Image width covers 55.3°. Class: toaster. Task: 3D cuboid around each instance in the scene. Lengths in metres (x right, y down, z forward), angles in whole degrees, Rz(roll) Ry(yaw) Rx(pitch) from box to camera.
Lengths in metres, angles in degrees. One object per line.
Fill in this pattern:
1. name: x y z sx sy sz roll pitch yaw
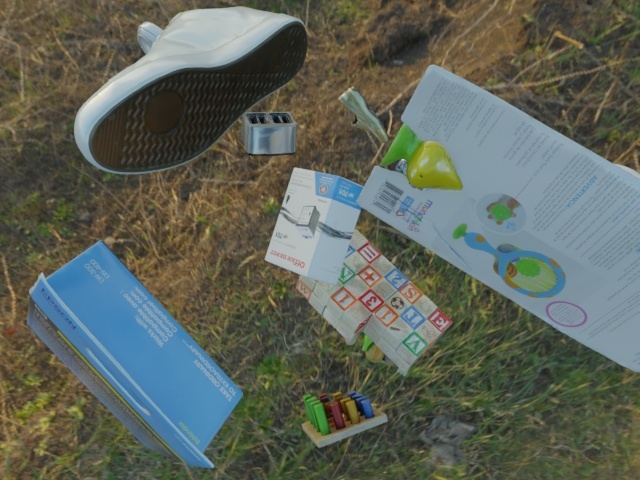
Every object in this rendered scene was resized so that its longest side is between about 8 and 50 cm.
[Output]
1. toaster: -0.170 -0.346 1.992 0.168 0.110 0.186 -4 33 -13

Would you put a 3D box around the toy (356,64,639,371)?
1. toy: 0.153 -0.017 0.403 0.237 0.137 0.056 28 53 1

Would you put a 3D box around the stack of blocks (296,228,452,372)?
1. stack of blocks: 0.112 0.138 1.318 0.297 0.087 0.171 44 58 15

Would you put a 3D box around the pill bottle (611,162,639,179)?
1. pill bottle: 0.451 -0.027 0.992 0.103 0.184 0.103 4 34 -2

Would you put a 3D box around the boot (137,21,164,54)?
1. boot: -0.324 -0.328 1.279 0.123 0.095 0.258 -42 93 -21

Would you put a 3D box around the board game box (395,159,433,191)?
1. board game box: 0.277 -0.102 1.195 0.194 0.060 0.194 -8 51 -36

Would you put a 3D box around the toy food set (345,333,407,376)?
1. toy food set: 0.178 0.275 1.660 0.192 0.038 0.132 29 85 -5

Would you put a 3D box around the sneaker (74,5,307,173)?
1. sneaker: -0.145 -0.164 0.630 0.123 0.106 0.290 28 47 25

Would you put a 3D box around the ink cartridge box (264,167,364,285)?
1. ink cartridge box: -0.010 -0.028 1.146 0.139 0.082 0.191 17 88 48

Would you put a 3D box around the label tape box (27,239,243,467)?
1. label tape box: -0.224 0.135 0.735 0.249 0.347 0.115 49 60 -7

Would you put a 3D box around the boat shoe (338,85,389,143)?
1. boat shoe: 0.118 -0.342 1.724 0.072 0.068 0.190 -39 108 3

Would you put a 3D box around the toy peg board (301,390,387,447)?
1. toy peg board: 0.041 0.374 1.356 0.160 0.161 0.079 -17 91 -14
